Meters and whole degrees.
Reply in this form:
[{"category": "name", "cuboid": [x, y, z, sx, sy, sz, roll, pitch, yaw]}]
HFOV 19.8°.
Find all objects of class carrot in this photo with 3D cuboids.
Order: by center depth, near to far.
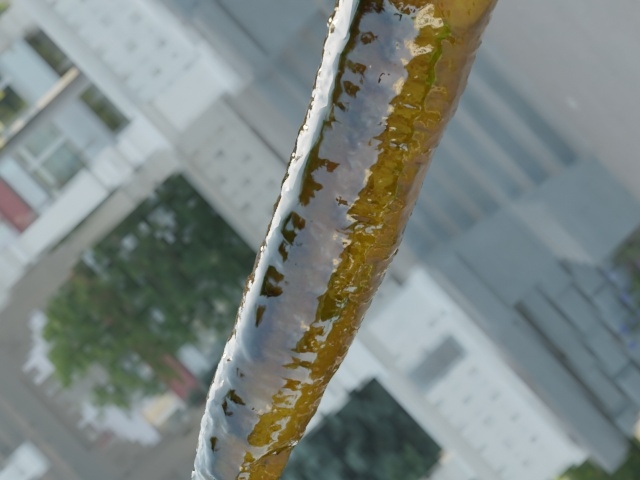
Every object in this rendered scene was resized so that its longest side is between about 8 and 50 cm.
[{"category": "carrot", "cuboid": [0.000, 0.000, 0.797, 0.066, 0.314, 0.066, 19, -160, -7]}]
